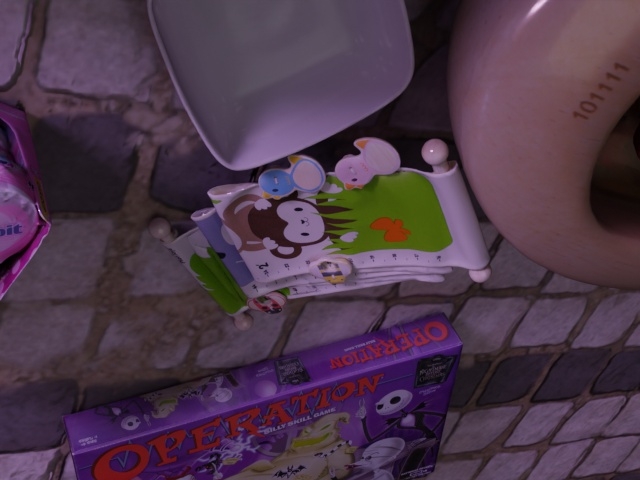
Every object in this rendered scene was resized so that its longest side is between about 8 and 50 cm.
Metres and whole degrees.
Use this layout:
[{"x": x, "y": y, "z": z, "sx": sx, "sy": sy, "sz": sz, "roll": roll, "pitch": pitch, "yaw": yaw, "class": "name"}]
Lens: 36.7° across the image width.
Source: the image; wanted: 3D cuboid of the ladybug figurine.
[{"x": 0.260, "y": -0.110, "z": 0.663, "sx": 0.449, "sy": 0.162, "sz": 0.305, "roll": 13, "pitch": 124, "yaw": -37, "class": "ladybug figurine"}]

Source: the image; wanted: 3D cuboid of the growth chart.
[{"x": 0.000, "y": 0.000, "z": 0.666, "sx": 0.237, "sy": 0.021, "sz": 0.172, "roll": -12, "pitch": 142, "yaw": 26, "class": "growth chart"}]

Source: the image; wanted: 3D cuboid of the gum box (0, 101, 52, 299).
[{"x": -0.228, "y": 0.007, "z": 0.551, "sx": 0.062, "sy": 0.107, "sz": 0.188, "roll": 21, "pitch": 118, "yaw": -41, "class": "gum box"}]

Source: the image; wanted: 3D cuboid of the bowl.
[{"x": -0.024, "y": -0.125, "z": 0.564, "sx": 0.142, "sy": 0.053, "sz": 0.142, "roll": -26, "pitch": 129, "yaw": -4, "class": "bowl"}]

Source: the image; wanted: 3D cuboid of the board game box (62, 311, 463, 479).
[{"x": -0.045, "y": 0.189, "z": 0.879, "sx": 0.346, "sy": 0.056, "sz": 0.208, "roll": -14, "pitch": 132, "yaw": -17, "class": "board game box"}]
